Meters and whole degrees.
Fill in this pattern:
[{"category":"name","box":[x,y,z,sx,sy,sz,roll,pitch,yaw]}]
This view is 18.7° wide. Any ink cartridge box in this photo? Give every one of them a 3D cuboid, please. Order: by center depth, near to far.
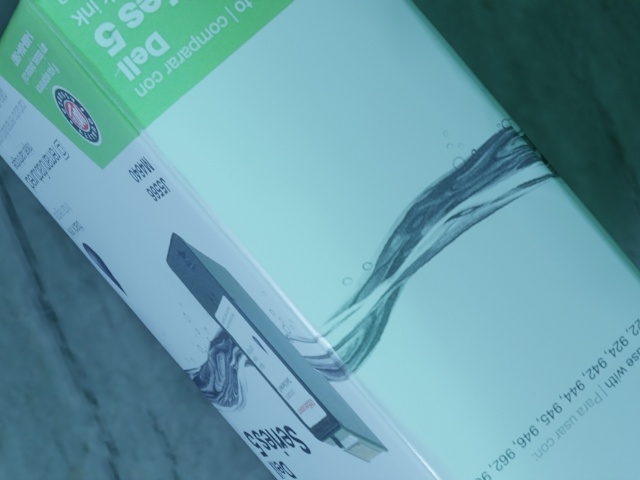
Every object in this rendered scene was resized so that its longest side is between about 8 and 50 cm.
[{"category":"ink cartridge box","box":[0.000,0.000,0.757,0.115,0.198,0.273,-42,95,-17]}]
